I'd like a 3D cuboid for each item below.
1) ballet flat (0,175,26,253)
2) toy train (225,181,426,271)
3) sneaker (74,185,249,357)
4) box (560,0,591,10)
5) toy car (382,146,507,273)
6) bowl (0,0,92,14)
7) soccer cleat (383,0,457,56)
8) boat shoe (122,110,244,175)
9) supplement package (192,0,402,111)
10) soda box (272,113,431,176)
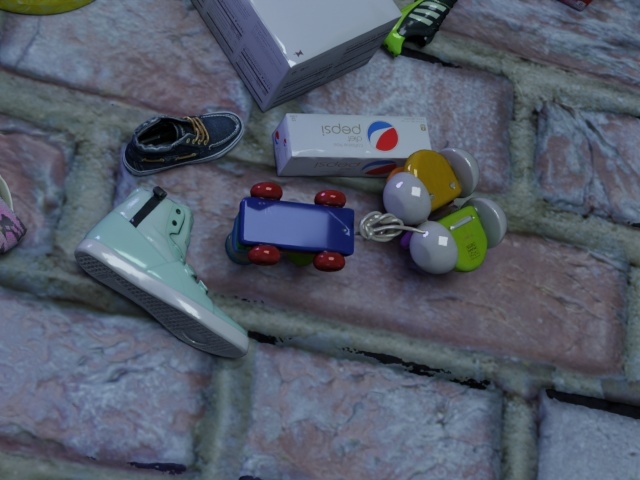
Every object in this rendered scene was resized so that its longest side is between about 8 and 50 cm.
[{"bbox_3d":[-0.450,-0.083,1.510,0.079,0.077,0.221,-33,88,-45],"label":"ballet flat"},{"bbox_3d":[0.000,0.000,1.591,0.248,0.143,0.105,6,74,-17],"label":"toy train"},{"bbox_3d":[-0.173,0.034,1.546,0.256,0.094,0.151,36,60,-5],"label":"sneaker"},{"bbox_3d":[0.355,-0.496,1.914,0.257,0.128,0.122,23,65,-9],"label":"box"},{"bbox_3d":[0.156,-0.032,1.660,0.159,0.136,0.182,-27,87,-38],"label":"toy car"},{"bbox_3d":[-0.393,-0.470,1.625,0.289,0.156,0.289,7,69,-17],"label":"bowl"},{"bbox_3d":[0.164,-0.342,1.832,0.179,0.060,0.072,-32,93,-20],"label":"soccer cleat"},{"bbox_3d":[-0.177,-0.142,1.615,0.183,0.083,0.065,-23,79,-26],"label":"boat shoe"},{"bbox_3d":[-0.051,-0.358,1.708,0.204,0.145,0.262,-29,82,-26],"label":"supplement package"},{"bbox_3d":[0.046,-0.134,1.697,0.216,0.074,0.069,-1,70,-20],"label":"soda box"}]
